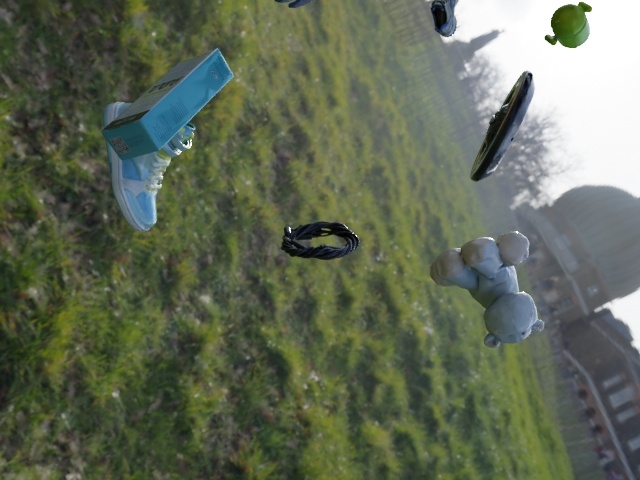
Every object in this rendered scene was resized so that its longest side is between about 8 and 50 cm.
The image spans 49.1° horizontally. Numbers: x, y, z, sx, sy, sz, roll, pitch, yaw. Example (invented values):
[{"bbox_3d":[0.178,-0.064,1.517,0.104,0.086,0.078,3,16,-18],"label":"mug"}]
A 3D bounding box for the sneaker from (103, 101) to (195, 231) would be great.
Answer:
[{"bbox_3d":[-0.391,-0.186,1.683,0.127,0.208,0.318,-51,132,-77],"label":"sneaker"}]

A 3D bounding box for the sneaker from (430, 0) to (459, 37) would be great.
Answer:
[{"bbox_3d":[0.264,-0.507,1.501,0.058,0.052,0.135,-10,98,-49],"label":"sneaker"}]

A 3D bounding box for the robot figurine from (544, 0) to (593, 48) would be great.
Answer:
[{"bbox_3d":[0.489,-0.419,1.371,0.067,0.101,0.115,56,20,25],"label":"robot figurine"}]

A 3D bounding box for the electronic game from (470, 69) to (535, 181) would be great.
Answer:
[{"bbox_3d":[0.344,-0.217,1.338,0.048,0.229,0.229,26,1,4],"label":"electronic game"}]

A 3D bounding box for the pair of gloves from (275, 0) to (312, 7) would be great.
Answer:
[{"bbox_3d":[-0.067,-0.676,1.792,0.198,0.159,0.023,65,29,-57],"label":"pair of gloves"}]

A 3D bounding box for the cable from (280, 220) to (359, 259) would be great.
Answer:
[{"bbox_3d":[0.000,0.000,1.656,0.150,0.185,0.047,-87,180,-66],"label":"cable"}]

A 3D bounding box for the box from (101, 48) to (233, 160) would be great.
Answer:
[{"bbox_3d":[-0.254,-0.235,1.193,0.060,0.101,0.244,60,42,-28],"label":"box"}]

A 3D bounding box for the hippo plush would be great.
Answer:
[{"bbox_3d":[0.399,0.137,1.678,0.294,0.234,0.236,64,13,-72],"label":"hippo plush"}]
